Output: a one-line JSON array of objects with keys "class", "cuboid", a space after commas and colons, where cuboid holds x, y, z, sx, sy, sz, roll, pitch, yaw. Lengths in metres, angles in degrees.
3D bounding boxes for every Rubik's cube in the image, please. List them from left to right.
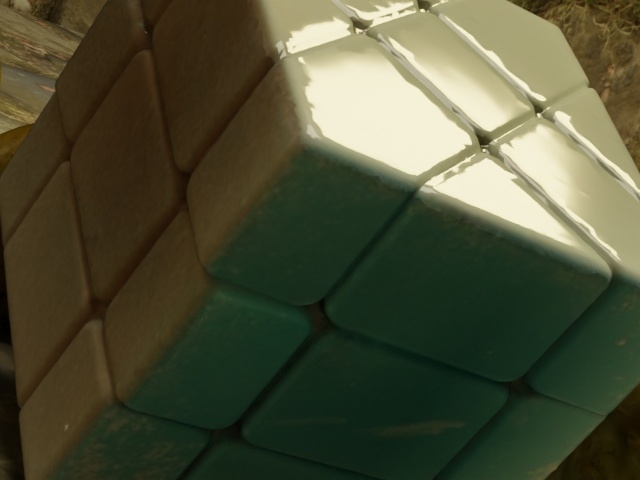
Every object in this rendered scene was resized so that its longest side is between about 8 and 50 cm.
[{"class": "Rubik's cube", "cuboid": [0.000, 0.000, 1.088, 0.321, 0.316, 0.319, 22, 33, -31]}]

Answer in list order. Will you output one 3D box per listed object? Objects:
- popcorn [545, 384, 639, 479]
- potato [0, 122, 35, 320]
[{"class": "popcorn", "cuboid": [0.227, 0.162, 1.252, 0.293, 0.293, 0.237, 32, -1, 40]}, {"class": "potato", "cuboid": [-0.153, -0.016, 1.338, 0.369, 0.176, 0.195, -3, -21, -21]}]
